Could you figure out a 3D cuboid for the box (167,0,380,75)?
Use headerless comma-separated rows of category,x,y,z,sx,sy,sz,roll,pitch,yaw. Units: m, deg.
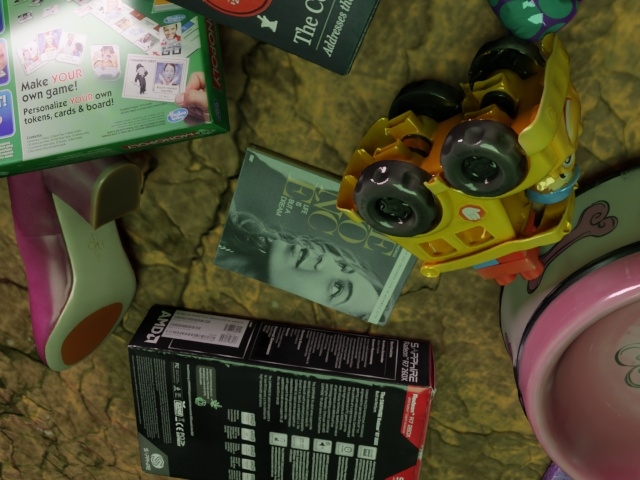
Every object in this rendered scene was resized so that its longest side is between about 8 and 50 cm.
box,-0.056,-0.324,0.407,0.313,0.179,0.343,22,149,-4

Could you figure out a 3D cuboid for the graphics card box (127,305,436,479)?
graphics card box,-0.051,0.221,0.871,0.371,0.094,0.232,6,122,5

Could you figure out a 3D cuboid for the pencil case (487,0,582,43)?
pencil case,0.159,-0.244,0.570,0.070,0.064,0.151,-41,112,-9

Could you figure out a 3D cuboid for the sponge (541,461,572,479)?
sponge,0.409,0.327,0.893,0.210,0.031,0.117,13,122,3

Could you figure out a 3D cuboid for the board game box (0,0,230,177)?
board game box,-0.249,-0.179,0.629,0.317,0.046,0.213,-8,85,15

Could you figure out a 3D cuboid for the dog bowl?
dog bowl,0.383,0.125,0.672,0.408,0.150,0.408,9,127,13

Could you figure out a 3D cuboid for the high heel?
high heel,-0.310,-0.005,0.798,0.181,0.127,0.377,41,128,18

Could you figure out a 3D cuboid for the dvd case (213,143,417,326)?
dvd case,0.000,0.000,0.773,0.221,0.018,0.164,20,122,-3

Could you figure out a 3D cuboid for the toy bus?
toy bus,0.160,-0.048,0.620,0.211,0.149,0.220,43,140,-22
